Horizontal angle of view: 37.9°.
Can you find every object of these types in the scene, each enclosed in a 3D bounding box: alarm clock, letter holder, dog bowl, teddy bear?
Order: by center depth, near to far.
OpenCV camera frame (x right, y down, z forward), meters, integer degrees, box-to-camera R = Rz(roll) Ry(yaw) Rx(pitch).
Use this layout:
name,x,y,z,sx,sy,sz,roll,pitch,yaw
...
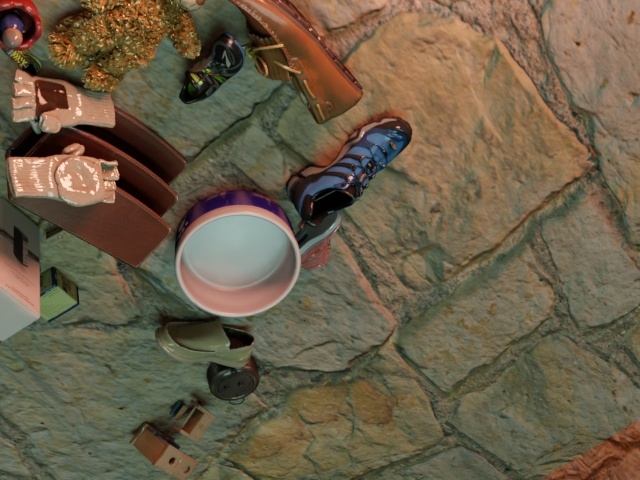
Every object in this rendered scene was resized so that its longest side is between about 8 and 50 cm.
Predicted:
name,x,y,z,sx,sy,sz,roll,pitch,yaw
teddy bear,-0.312,-0.379,1.607,0.338,0.113,0.245,-24,137,3
letter holder,-0.408,-0.121,1.782,0.214,0.152,0.302,-42,131,17
dog bowl,-0.179,0.029,1.996,0.264,0.104,0.265,-5,121,-8
alarm clock,-0.217,0.361,2.358,0.129,0.064,0.192,-12,137,-9

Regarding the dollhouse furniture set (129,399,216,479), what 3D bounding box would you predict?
name,x,y,z,sx,sy,sz,roll,pitch,yaw
dollhouse furniture set,-0.366,0.501,2.413,0.184,0.129,0.129,-53,134,-11

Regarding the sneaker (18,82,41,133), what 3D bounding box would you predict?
name,x,y,z,sx,sy,sz,roll,pitch,yaw
sneaker,-0.500,-0.246,1.687,0.069,0.038,0.098,-17,99,-16

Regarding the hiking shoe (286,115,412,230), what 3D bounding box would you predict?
name,x,y,z,sx,sy,sz,roll,pitch,yaw
hiking shoe,0.074,-0.135,1.953,0.304,0.132,0.113,-36,133,14

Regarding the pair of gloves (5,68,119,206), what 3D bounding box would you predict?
name,x,y,z,sx,sy,sz,roll,pitch,yaw
pair of gloves,-0.447,-0.176,1.641,0.204,0.240,0.042,8,159,-38

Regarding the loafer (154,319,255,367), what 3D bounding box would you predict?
name,x,y,z,sx,sy,sz,roll,pitch,yaw
loafer,-0.266,0.230,2.198,0.268,0.102,0.092,15,124,-42

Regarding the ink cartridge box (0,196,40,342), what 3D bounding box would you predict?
name,x,y,z,sx,sy,sz,roll,pitch,yaw
ink cartridge box,-0.649,0.075,1.790,0.197,0.273,0.114,-32,130,10

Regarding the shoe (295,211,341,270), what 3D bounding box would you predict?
name,x,y,z,sx,sy,sz,roll,pitch,yaw
shoe,0.000,0.000,2.104,0.081,0.063,0.178,28,123,-38

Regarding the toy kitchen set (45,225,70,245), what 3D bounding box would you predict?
name,x,y,z,sx,sy,sz,roll,pitch,yaw
toy kitchen set,-0.534,-0.030,1.875,0.075,0.068,0.083,-27,134,6

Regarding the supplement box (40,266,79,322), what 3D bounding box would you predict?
name,x,y,z,sx,sy,sz,roll,pitch,yaw
supplement box,-0.577,0.117,2.003,0.083,0.056,0.083,-31,134,9

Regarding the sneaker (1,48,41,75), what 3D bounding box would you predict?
name,x,y,z,sx,sy,sz,roll,pitch,yaw
sneaker,-0.523,-0.320,1.635,0.031,0.035,0.083,-41,132,17

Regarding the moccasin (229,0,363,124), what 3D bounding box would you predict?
name,x,y,z,sx,sy,sz,roll,pitch,yaw
moccasin,-0.071,-0.346,1.716,0.147,0.139,0.380,-40,142,8

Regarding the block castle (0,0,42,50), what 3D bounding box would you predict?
name,x,y,z,sx,sy,sz,roll,pitch,yaw
block castle,-0.574,-0.484,1.343,0.303,0.213,0.453,-8,133,-13

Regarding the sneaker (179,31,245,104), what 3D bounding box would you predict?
name,x,y,z,sx,sy,sz,roll,pitch,yaw
sneaker,-0.199,-0.305,1.698,0.067,0.078,0.188,46,136,-4
